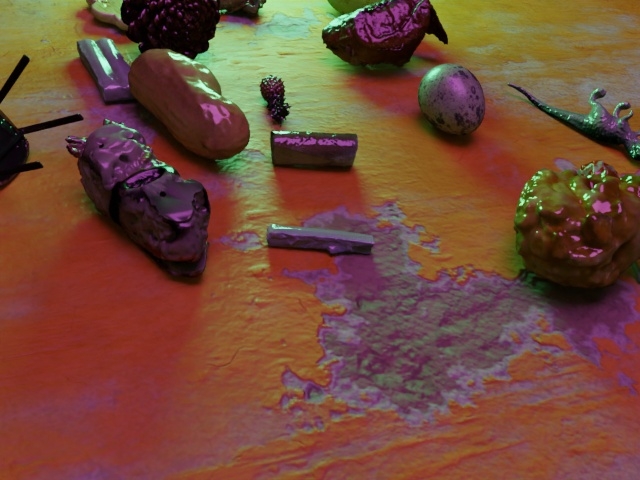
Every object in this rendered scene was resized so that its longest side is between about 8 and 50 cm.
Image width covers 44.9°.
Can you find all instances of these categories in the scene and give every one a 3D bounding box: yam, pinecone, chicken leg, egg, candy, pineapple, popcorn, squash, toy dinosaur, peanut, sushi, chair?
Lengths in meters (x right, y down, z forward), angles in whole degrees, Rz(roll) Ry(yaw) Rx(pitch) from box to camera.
[{"bbox_3d":[-0.012,-0.174,1.467,0.169,0.068,0.068,0,40,-12],"label":"yam"},{"bbox_3d":[-0.330,-0.490,1.681,0.221,0.222,0.221,6,39,-5],"label":"pinecone"},{"bbox_3d":[-0.230,-0.609,1.941,0.196,0.080,0.125,-4,54,-16],"label":"chicken leg"},{"bbox_3d":[0.277,-0.292,1.625,0.132,0.132,0.172,-11,56,-24],"label":"egg"},{"bbox_3d":[0.546,-0.035,1.435,0.084,0.078,0.288,16,45,-26],"label":"candy"},{"bbox_3d":[-0.095,-0.290,1.599,0.058,0.058,0.124,0,41,-12],"label":"pineapple"},{"bbox_3d":[0.446,-0.036,1.316,0.285,0.174,0.225,-22,42,-27],"label":"popcorn"},{"bbox_3d":[0.111,-0.632,1.998,0.247,0.133,0.132,31,43,23],"label":"squash"},{"bbox_3d":[0.613,-0.295,1.740,0.129,0.076,0.383,-41,51,-15],"label":"toy dinosaur"},{"bbox_3d":[-0.244,-0.264,1.471,0.147,0.148,0.319,-25,52,-36],"label":"peanut"},{"bbox_3d":[-0.280,-0.075,1.237,0.332,0.130,0.124,37,46,28],"label":"sushi"},{"bbox_3d":[0.149,-0.487,1.823,0.296,0.179,0.167,-28,80,-15],"label":"sushi"},{"bbox_3d":[-0.561,-0.178,1.290,0.246,0.172,0.159,-24,29,28],"label":"chair"}]

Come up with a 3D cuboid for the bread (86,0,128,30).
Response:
[{"bbox_3d":[-0.466,-0.562,1.859,0.181,0.039,0.251,-12,44,-24],"label":"bread"}]

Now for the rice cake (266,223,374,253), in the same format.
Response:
[{"bbox_3d":[0.000,0.000,1.286,0.180,0.030,0.042,5,34,-6],"label":"rice cake"}]

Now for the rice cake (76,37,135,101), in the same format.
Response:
[{"bbox_3d":[-0.442,-0.358,1.615,0.085,0.040,0.226,-14,45,-26],"label":"rice cake"}]
